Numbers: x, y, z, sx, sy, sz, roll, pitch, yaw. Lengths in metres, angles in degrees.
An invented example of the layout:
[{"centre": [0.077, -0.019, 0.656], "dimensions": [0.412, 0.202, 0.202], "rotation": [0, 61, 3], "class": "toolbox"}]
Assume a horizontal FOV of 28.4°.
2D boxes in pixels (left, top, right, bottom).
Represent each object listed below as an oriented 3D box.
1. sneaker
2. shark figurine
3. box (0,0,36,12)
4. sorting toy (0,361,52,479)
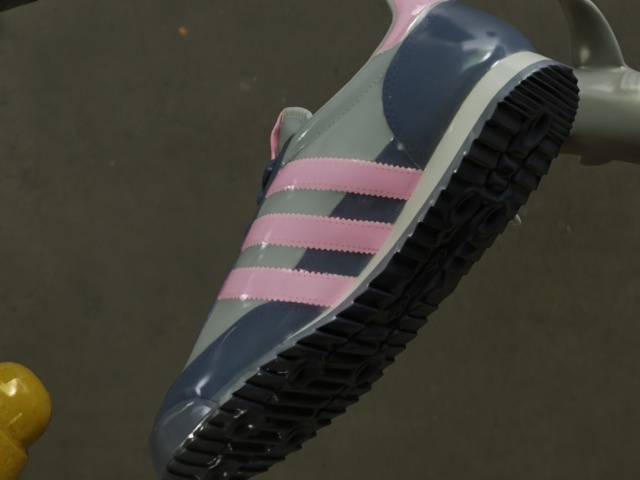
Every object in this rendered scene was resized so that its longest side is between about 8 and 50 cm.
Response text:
[{"centre": [0.000, 0.000, 0.718], "dimensions": [0.319, 0.112, 0.131], "rotation": [-48, 57, 6], "class": "sneaker"}, {"centre": [0.137, -0.062, 0.889], "dimensions": [0.166, 0.116, 0.278], "rotation": [52, 145, -14], "class": "shark figurine"}, {"centre": [-0.122, -0.165, 0.382], "dimensions": [0.158, 0.093, 0.156], "rotation": [-33, 93, 41], "class": "box"}, {"centre": [-0.160, 0.013, 0.267], "dimensions": [0.126, 0.127, 0.365], "rotation": [-37, 145, -11], "class": "sorting toy"}]
